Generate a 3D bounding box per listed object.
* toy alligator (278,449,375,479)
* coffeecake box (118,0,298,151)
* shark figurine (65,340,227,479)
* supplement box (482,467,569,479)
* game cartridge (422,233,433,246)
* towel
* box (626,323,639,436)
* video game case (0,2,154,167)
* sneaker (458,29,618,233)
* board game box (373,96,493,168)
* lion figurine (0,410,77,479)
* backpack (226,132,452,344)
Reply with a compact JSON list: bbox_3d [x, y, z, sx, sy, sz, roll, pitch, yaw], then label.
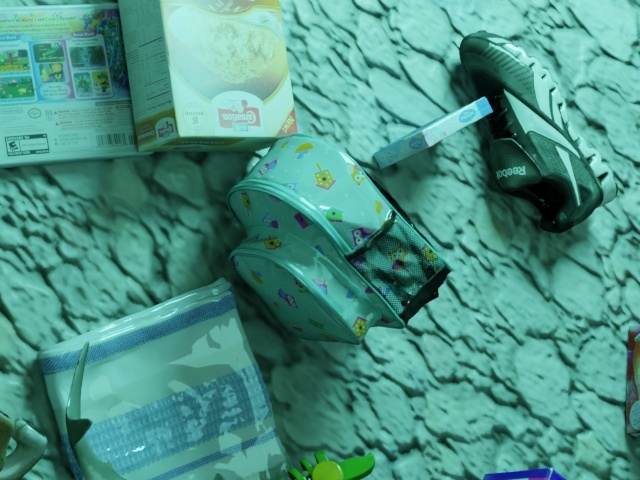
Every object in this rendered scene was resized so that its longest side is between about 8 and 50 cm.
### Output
[{"bbox_3d":[-0.033,0.243,1.718,0.189,0.056,0.051,-41,64,-14],"label":"toy alligator"},{"bbox_3d":[-0.105,-0.178,1.772,0.142,0.068,0.186,-3,82,-42],"label":"coffeecake box"},{"bbox_3d":[-0.123,0.220,1.660,0.278,0.166,0.116,34,41,-3],"label":"shark figurine"},{"bbox_3d":[0.187,0.342,1.831,0.114,0.111,0.220,36,65,-21],"label":"supplement box"},{"bbox_3d":[0.077,0.022,1.885,0.083,0.017,0.056,-12,90,-33],"label":"game cartridge"},{"bbox_3d":[-0.121,0.195,1.720,0.209,0.034,0.285,-19,91,-32],"label":"towel"},{"bbox_3d":[0.460,0.157,2.024,0.256,0.128,0.123,12,75,-28],"label":"box"},{"bbox_3d":[-0.233,-0.141,1.728,0.157,0.019,0.143,-7,83,-31],"label":"video game case"},{"bbox_3d":[0.207,-0.104,1.952,0.106,0.078,0.234,-46,107,-32],"label":"sneaker"},{"bbox_3d":[0.110,-0.106,1.885,0.090,0.090,0.020,-31,95,-33],"label":"board game box"},{"bbox_3d":[-0.382,0.182,1.482,0.392,0.142,0.240,38,84,-21],"label":"lion figurine"},{"bbox_3d":[0.000,0.000,1.750,0.144,0.166,0.188,-41,109,-21],"label":"backpack"}]
